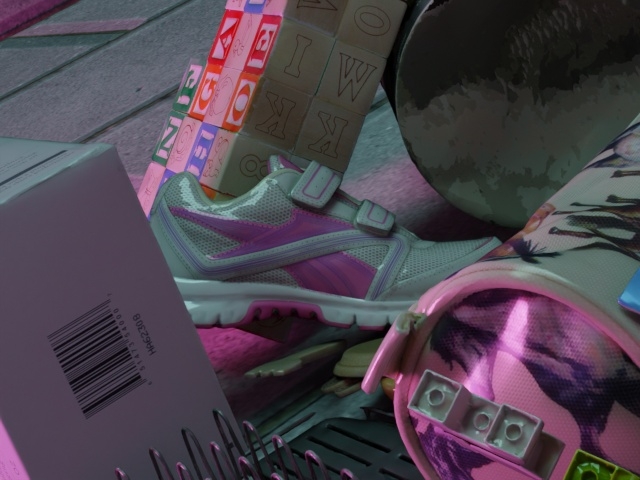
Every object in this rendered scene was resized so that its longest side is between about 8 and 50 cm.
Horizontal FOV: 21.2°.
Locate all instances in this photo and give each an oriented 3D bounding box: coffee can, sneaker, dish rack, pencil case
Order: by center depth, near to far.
[{"bbox_3d":[-0.054,0.155,0.899,0.271,0.074,0.208,-30,21,-23],"label":"dish rack"},{"bbox_3d":[0.198,-0.004,0.899,0.183,0.160,0.410,27,44,23],"label":"pencil case"},{"bbox_3d":[0.000,0.000,1.110,0.252,0.111,0.103,0,1,-6],"label":"sneaker"},{"bbox_3d":[0.142,-0.145,1.297,0.202,0.201,0.275,-21,19,3],"label":"coffee can"}]

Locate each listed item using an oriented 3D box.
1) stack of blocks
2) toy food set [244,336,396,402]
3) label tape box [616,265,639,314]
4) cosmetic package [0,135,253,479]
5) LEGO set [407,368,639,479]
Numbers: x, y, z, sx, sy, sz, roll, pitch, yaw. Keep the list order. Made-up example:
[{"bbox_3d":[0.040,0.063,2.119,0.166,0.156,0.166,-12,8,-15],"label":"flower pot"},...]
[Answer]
[{"bbox_3d":[-0.041,-0.092,1.243,0.171,0.087,0.297,25,95,67],"label":"stack of blocks"},{"bbox_3d":[0.067,0.077,1.016,0.192,0.038,0.132,-8,2,26],"label":"toy food set"},{"bbox_3d":[0.315,-0.061,0.747,0.241,0.106,0.333,27,55,17],"label":"label tape box"},{"bbox_3d":[-0.190,0.062,1.065,0.138,0.224,0.225,-32,21,-26],"label":"cosmetic package"},{"bbox_3d":[0.135,0.143,0.702,0.227,0.093,0.087,22,79,28],"label":"LEGO set"}]
